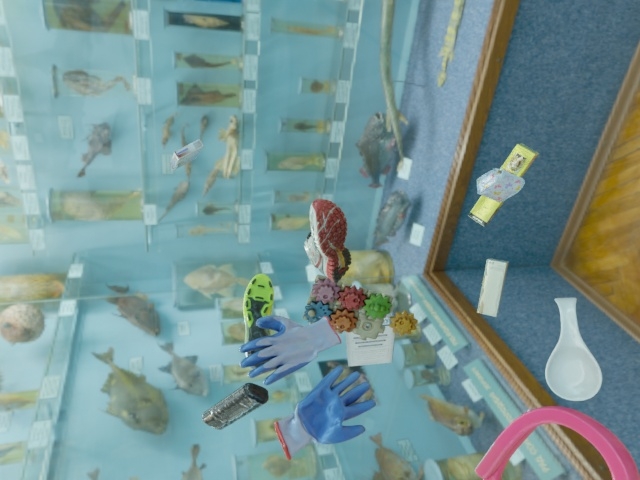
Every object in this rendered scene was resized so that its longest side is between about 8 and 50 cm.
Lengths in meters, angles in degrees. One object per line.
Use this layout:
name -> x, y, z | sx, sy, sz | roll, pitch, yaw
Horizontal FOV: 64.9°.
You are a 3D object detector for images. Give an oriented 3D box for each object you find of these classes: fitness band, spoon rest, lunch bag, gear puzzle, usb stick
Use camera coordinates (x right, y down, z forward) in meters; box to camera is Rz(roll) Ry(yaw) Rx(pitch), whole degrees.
fitness band -> 0.377, 0.407, 0.825 | 0.209, 0.054, 0.290 | 46, 122, 39
spoon rest -> 0.674, 0.295, 1.356 | 0.084, 0.137, 0.276 | 1, -97, -67
lunch bag -> 0.411, -0.131, 1.145 | 0.083, 0.071, 0.053 | 142, 140, -58
gear puzzle -> 0.123, 0.224, 1.485 | 0.044, 0.339, 0.175 | -84, 12, -67
usb stick -> -0.226, 0.435, 1.313 | 0.278, 0.077, 0.045 | -42, 21, 42

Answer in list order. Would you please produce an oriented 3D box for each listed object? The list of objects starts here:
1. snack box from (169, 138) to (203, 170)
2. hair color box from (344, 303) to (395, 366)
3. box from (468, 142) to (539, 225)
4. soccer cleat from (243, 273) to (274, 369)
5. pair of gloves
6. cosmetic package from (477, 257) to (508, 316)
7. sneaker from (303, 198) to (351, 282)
snack box -> -0.313, -0.197, 1.168 | 0.022, 0.064, 0.178 | 60, 163, -10
hair color box -> 0.174, 0.341, 1.818 | 0.347, 0.174, 0.105 | 82, -178, -56
box -> 0.500, -0.152, 1.379 | 0.058, 0.087, 0.232 | 37, 115, 18
soccer cleat -> -0.192, 0.247, 1.533 | 0.121, 0.094, 0.288 | 126, 144, -69
pair of gloves -> -0.017, 0.184, 0.682 | 0.198, 0.159, 0.023 | 62, 143, 16
cosmetic package -> 0.361, 0.097, 1.052 | 0.060, 0.041, 0.115 | 1, -80, -66
sneaker -> 0.000, 0.000, 1.062 | 0.093, 0.088, 0.225 | 27, 146, 28
